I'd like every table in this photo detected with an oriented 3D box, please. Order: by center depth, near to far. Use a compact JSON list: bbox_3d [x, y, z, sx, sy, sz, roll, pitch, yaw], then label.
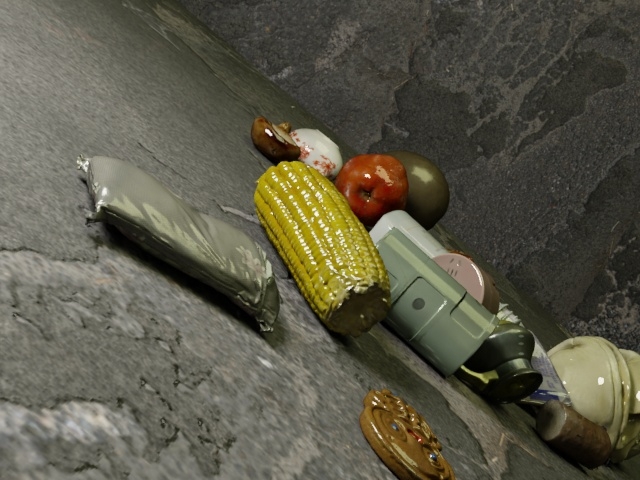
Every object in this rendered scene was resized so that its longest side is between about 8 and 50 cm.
[{"bbox_3d":[0.156,0.095,1.311,0.220,0.126,0.126,42,11,5],"label":"table"}]

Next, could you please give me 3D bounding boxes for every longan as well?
[{"bbox_3d":[0.215,-0.132,2.180,0.248,0.248,0.248,38,11,-9],"label":"longan"}]

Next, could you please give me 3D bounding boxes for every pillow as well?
[{"bbox_3d":[-0.141,-0.004,0.891,0.255,0.059,0.169,35,15,-28],"label":"pillow"}]

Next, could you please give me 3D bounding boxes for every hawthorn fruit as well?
[{"bbox_3d":[0.119,-0.118,1.914,0.189,0.189,0.189,38,11,-9],"label":"hawthorn fruit"}]

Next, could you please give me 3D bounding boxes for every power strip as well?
[{"bbox_3d":[0.231,0.104,1.473,0.078,0.154,0.154,29,15,-51],"label":"power strip"}]

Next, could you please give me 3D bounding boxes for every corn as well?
[{"bbox_3d":[0.000,0.000,1.172,0.131,0.131,0.344,32,14,-36],"label":"corn"}]

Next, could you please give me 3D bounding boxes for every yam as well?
[{"bbox_3d":[0.433,0.333,1.433,0.127,0.084,0.084,30,14,-25],"label":"yam"}]

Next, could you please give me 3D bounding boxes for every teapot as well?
[{"bbox_3d":[0.290,0.204,1.395,0.166,0.130,0.119,-1,48,-23],"label":"teapot"},{"bbox_3d":[-0.018,-0.215,2.066,0.159,0.116,0.245,24,10,-19],"label":"teapot"}]

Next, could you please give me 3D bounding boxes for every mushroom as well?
[{"bbox_3d":[-0.096,-0.221,1.824,0.127,0.087,0.127,37,8,-6],"label":"mushroom"}]

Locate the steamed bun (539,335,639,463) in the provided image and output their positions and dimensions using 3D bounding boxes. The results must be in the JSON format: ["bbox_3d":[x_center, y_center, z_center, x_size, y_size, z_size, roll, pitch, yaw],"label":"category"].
[{"bbox_3d":[0.578,0.302,1.704,0.289,0.203,0.276,36,12,-19],"label":"steamed bun"}]

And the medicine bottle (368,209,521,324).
[{"bbox_3d":[0.236,0.086,1.635,0.324,0.124,0.179,42,12,19],"label":"medicine bottle"}]

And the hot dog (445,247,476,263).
[{"bbox_3d":[0.337,0.079,2.049,0.146,0.103,0.213,37,11,-22],"label":"hot dog"}]

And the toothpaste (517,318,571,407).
[{"bbox_3d":[0.406,0.239,1.636,0.282,0.099,0.068,-90,160,-63],"label":"toothpaste"}]

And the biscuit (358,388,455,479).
[{"bbox_3d":[0.093,0.211,0.899,0.124,0.026,0.175,39,11,-10],"label":"biscuit"}]
